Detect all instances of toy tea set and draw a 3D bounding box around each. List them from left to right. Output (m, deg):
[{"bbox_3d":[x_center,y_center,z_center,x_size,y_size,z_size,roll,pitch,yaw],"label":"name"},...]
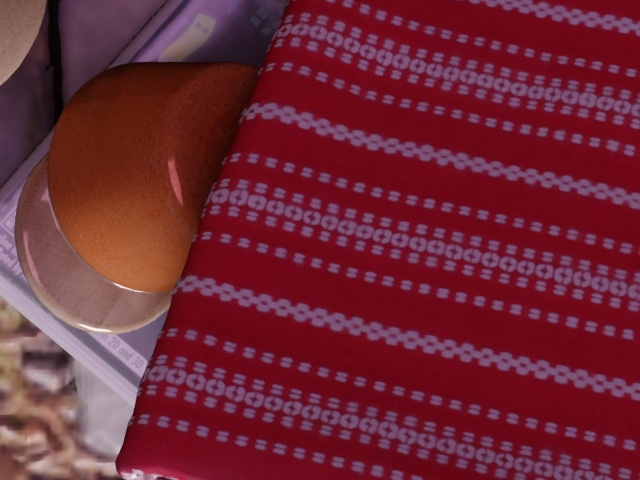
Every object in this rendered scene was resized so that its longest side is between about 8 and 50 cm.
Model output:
[{"bbox_3d":[-0.114,-0.132,0.579,0.200,0.124,0.336,-10,92,-36],"label":"toy tea set"}]

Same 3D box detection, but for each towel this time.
[{"bbox_3d":[0.077,-0.030,0.534,0.199,0.031,0.275,14,59,9],"label":"towel"}]

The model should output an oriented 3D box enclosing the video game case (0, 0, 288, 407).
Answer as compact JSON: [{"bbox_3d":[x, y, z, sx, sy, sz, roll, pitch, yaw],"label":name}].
[{"bbox_3d":[0.000,0.000,0.657,0.190,0.022,0.173,42,91,-13],"label":"video game case"}]
